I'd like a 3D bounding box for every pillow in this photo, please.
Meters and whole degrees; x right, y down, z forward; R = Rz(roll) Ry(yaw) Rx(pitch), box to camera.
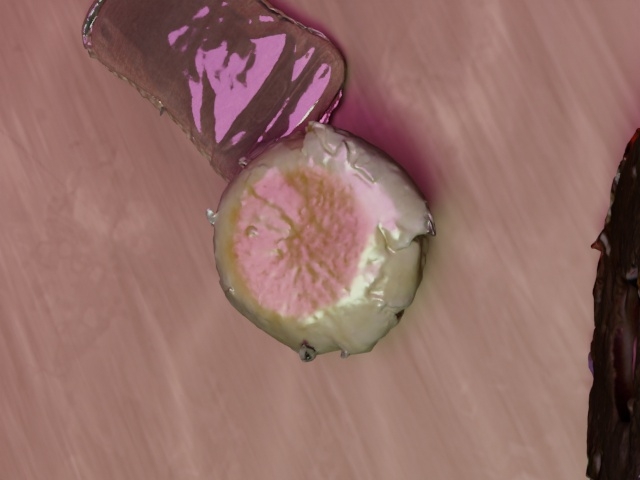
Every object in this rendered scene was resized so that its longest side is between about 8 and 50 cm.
[{"bbox_3d":[-0.083,-0.140,0.839,0.211,0.034,0.135,44,101,15],"label":"pillow"}]

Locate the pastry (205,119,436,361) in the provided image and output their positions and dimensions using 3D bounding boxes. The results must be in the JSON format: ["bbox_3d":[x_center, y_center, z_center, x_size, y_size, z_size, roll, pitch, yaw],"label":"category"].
[{"bbox_3d":[0.000,0.000,0.769,0.166,0.088,0.166,2,96,16],"label":"pastry"}]

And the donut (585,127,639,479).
[{"bbox_3d":[0.208,0.057,0.609,0.103,0.270,0.270,6,92,6],"label":"donut"}]
